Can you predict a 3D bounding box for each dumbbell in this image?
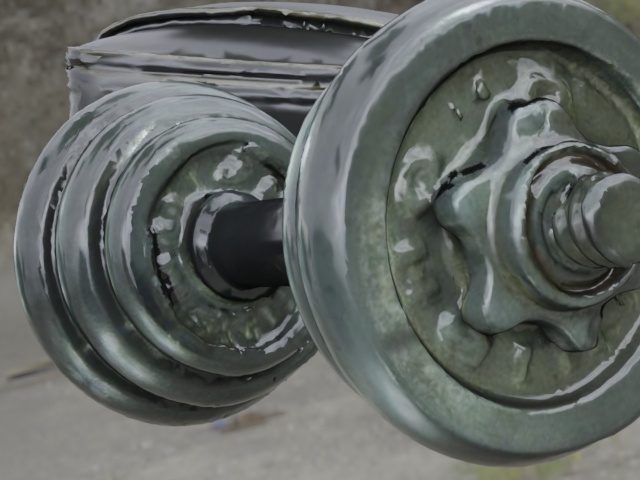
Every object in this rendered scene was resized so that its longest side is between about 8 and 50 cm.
[{"bbox_3d":[0.000,0.000,0.739,0.179,0.179,0.406,-15,6,-30],"label":"dumbbell"}]

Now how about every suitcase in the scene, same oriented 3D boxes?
[{"bbox_3d":[-0.013,-0.068,1.204,0.283,0.194,0.434,5,9,6],"label":"suitcase"}]
